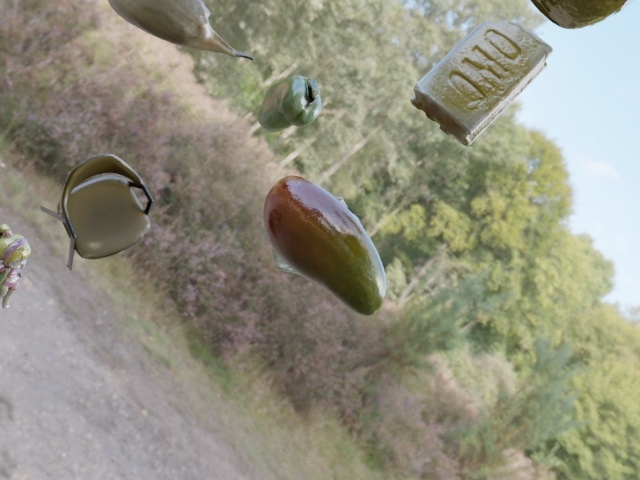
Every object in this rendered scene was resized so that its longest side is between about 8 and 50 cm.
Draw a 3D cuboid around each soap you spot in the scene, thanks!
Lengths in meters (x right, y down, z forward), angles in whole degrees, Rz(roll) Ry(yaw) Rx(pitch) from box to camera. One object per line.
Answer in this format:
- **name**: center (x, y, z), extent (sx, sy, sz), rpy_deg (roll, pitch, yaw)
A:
- **soap**: center (0.293, -0.297, 1.344), extent (0.140, 0.232, 0.073), rpy_deg (43, -12, 13)

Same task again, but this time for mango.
- **mango**: center (0.005, -0.001, 1.252), extent (0.289, 0.146, 0.129), rpy_deg (38, 21, 30)

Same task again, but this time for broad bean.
- **broad bean**: center (-0.082, -0.351, 1.875), extent (0.228, 0.169, 0.100), rpy_deg (-8, -39, 45)

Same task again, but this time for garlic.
- **garlic**: center (-0.288, -0.473, 1.453), extent (0.196, 0.151, 0.338), rpy_deg (-1, 38, -51)

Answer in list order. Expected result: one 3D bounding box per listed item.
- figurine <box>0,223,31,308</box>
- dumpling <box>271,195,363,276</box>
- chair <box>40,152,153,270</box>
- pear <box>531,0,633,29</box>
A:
- **figurine**: center (-0.613, 0.057, 1.433), extent (0.083, 0.187, 0.083), rpy_deg (18, 29, -10)
- **dumpling**: center (0.000, 0.000, 1.746), extent (0.193, 0.258, 0.147), rpy_deg (38, -31, 18)
- **chair**: center (-0.411, -0.056, 1.375), extent (0.247, 0.159, 0.172), rpy_deg (-8, -72, 61)
- **pear**: center (0.323, -0.385, 0.908), extent (0.211, 0.188, 0.228), rpy_deg (56, 41, -17)
